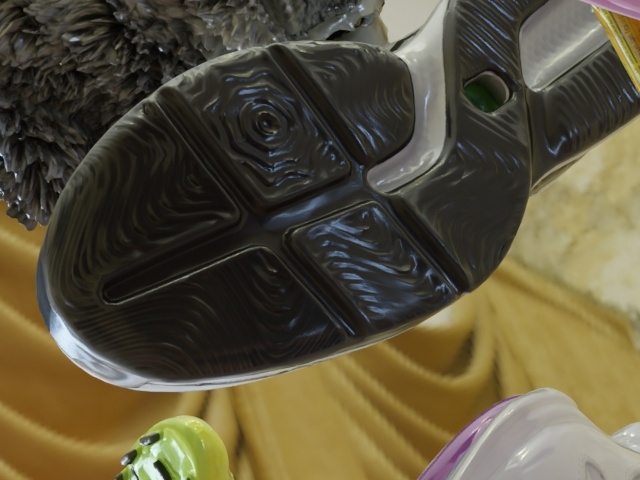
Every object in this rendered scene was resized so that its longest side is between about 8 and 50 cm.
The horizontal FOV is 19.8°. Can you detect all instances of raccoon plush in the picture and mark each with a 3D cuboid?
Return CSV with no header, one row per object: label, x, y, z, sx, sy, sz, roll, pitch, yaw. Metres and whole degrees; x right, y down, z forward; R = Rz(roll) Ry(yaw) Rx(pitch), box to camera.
raccoon plush,-0.168,-0.173,1.155,0.446,0.216,0.299,11,-40,-28

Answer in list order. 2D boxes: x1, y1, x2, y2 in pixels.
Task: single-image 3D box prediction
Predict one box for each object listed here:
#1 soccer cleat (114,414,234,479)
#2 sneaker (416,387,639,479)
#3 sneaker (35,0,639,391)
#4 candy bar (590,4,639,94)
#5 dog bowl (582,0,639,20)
soccer cleat,-0.096,0.226,1.475,0.121,0.093,0.289,-22,-37,-26
sneaker,0.125,0.135,0.697,0.305,0.152,0.114,5,-63,-57
sneaker,0.001,0.001,1.030,0.447,0.169,0.257,-30,-12,-40
candy bar,0.132,-0.047,0.655,0.040,0.018,0.161,-48,-53,-18
dog bowl,0.115,-0.214,0.579,0.408,0.408,0.150,1,-48,-25
